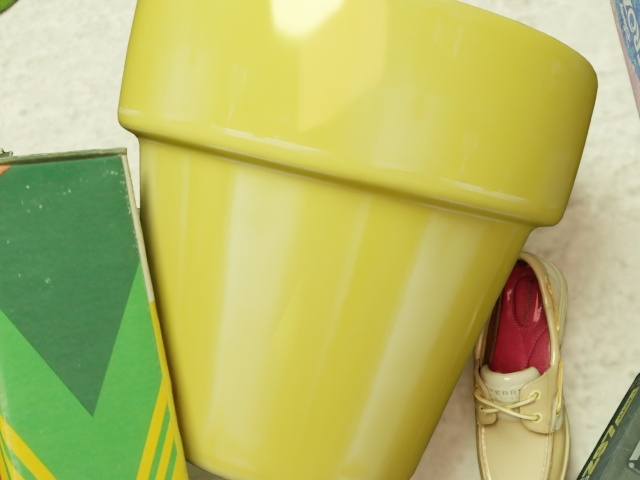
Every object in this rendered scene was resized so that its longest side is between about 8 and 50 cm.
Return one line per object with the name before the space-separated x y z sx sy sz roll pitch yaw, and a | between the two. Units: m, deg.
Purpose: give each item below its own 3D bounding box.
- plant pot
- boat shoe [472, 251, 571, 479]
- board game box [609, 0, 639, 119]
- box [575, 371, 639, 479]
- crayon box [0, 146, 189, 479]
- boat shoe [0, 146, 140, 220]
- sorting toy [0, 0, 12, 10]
plant pot | 0.000 0.000 0.427 0.254 0.254 0.238 15 95 13
boat shoe | 0.119 0.087 0.461 0.063 0.059 0.170 -5 71 31
board game box | 0.206 -0.267 0.405 0.066 0.318 0.318 -9 75 8
box | 0.244 0.200 0.399 0.233 0.059 0.183 32 68 16
crayon box | -0.145 0.129 0.402 0.081 0.202 0.318 -11 88 -37
boat shoe | -0.233 -0.029 0.553 0.220 0.078 0.070 19 81 6
sorting toy | -0.322 -0.235 0.589 0.127 0.126 0.365 20 82 14
